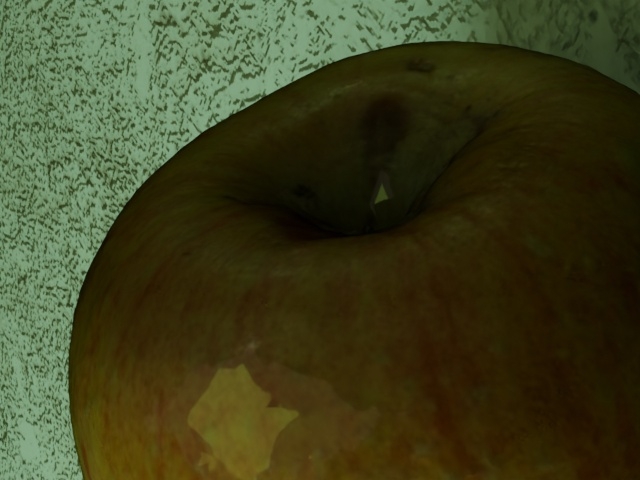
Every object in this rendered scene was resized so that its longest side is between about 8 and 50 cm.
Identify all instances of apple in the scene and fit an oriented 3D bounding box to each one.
[{"bbox_3d":[0.043,0.071,0.779,0.299,0.299,0.275,24,135,54],"label":"apple"}]
